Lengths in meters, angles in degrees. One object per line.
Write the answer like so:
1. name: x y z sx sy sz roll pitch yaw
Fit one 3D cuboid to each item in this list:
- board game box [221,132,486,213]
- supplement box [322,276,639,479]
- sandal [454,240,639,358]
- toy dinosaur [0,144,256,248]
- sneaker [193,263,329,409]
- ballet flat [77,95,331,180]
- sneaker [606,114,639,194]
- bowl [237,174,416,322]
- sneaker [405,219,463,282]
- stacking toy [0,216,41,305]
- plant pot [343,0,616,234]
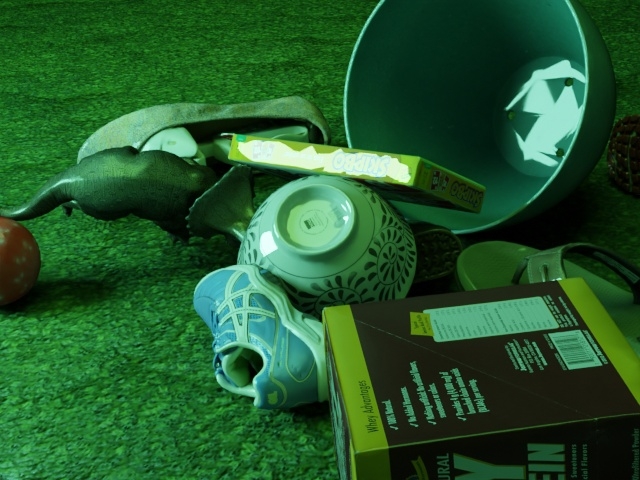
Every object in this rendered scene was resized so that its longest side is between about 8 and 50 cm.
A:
1. board game box: 0.025 -0.070 1.228 0.259 0.039 0.124 14 -2 39
2. supplement box: 0.110 0.132 0.817 0.194 0.129 0.191 -7 24 -3
3. sandal: 0.238 0.048 1.033 0.120 0.086 0.303 -20 27 -30
4. toy dinosaur: -0.186 -0.055 1.241 0.314 0.121 0.160 14 -11 -13
5. sneaker: -0.062 0.079 1.036 0.081 0.080 0.211 -16 25 -28
6. ballet flat: -0.131 -0.113 1.467 0.316 0.107 0.106 -15 33 -18
7. sneaker: 0.409 -0.081 1.324 0.093 0.088 0.225 2 14 -41
8. bowl: 0.000 0.000 1.100 0.170 0.080 0.170 -4 61 7
9. sneaker: 0.042 0.018 1.189 0.192 0.064 0.086 -8 8 6
10. stacking toy: -0.443 0.012 1.236 0.330 0.141 0.141 7 26 13
11. plant pot: 0.199 -0.145 1.301 0.290 0.290 0.195 15 6 39
